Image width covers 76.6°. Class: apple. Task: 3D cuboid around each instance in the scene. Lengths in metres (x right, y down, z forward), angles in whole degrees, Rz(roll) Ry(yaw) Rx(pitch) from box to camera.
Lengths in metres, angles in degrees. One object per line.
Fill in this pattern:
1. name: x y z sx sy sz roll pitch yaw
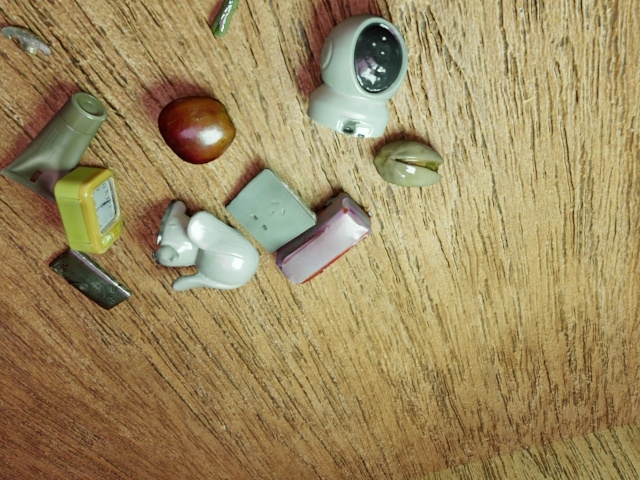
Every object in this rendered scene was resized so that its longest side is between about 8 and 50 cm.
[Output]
1. apple: -0.285 -0.265 0.957 0.158 0.147 0.155 -24 99 12

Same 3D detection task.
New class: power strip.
1. power strip: -0.131 -0.087 1.112 0.213 0.064 0.198 -33 106 34

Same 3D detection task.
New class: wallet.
1. wallet: -0.710 0.125 1.255 0.122 0.031 0.232 -32 119 15

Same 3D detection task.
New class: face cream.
1. face cream: -0.655 -0.226 1.010 0.341 0.084 0.137 -34 127 26

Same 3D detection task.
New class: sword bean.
1. sword bean: -0.171 -0.555 0.835 0.043 0.038 0.269 18 122 -19

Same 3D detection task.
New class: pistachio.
1. pistachio: 0.228 -0.195 1.039 0.185 0.124 0.124 10 122 -16

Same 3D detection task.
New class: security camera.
1. security camera: 0.084 -0.362 0.885 0.195 0.194 0.236 13 116 -10

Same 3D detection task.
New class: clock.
1. clock: -0.598 -0.079 1.061 0.096 0.143 0.202 7 123 2

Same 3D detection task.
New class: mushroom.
1. mushroom: -0.650 -0.443 0.899 0.101 0.019 0.049 22 120 -14

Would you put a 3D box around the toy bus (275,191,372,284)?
1. toy bus: 0.000 0.000 1.139 0.303 0.147 0.127 -40 110 20

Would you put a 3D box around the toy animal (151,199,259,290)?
1. toy animal: -0.320 0.023 1.119 0.290 0.174 0.248 -4 124 2
